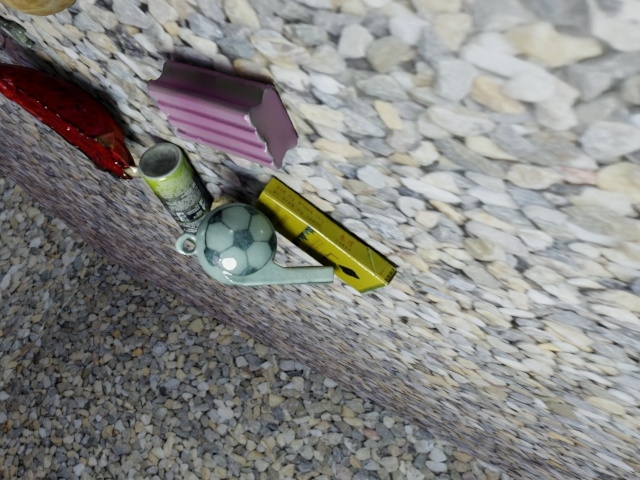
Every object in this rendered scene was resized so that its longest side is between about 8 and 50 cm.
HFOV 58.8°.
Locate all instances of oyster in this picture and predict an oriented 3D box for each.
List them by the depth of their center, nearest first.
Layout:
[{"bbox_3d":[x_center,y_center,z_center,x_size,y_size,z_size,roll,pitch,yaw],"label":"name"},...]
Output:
[{"bbox_3d":[-0.188,-0.049,1.211,0.132,0.072,0.209,12,173,14],"label":"oyster"}]

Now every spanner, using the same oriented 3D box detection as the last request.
[{"bbox_3d":[-0.652,-0.444,1.073,0.254,0.015,0.054,33,163,1],"label":"spanner"}]

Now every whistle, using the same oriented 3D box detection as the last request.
[{"bbox_3d":[-0.120,0.008,1.046,0.289,0.164,0.163,0,172,-22],"label":"whistle"}]

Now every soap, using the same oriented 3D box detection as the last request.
[{"bbox_3d":[-0.140,-0.181,0.811,0.203,0.065,0.122,23,158,29],"label":"soap"}]

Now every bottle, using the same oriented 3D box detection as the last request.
[{"bbox_3d":[-0.289,-0.079,1.249,0.093,0.093,0.330,26,159,21],"label":"bottle"}]

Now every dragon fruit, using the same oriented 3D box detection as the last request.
[{"bbox_3d":[-0.503,-0.245,1.181,0.343,0.100,0.282,32,162,13],"label":"dragon fruit"}]

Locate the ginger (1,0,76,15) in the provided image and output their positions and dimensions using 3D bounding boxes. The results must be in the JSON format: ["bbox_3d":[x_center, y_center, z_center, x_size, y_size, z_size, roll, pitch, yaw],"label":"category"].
[{"bbox_3d":[-0.404,-0.366,0.634,0.304,0.155,0.244,22,-173,7],"label":"ginger"}]

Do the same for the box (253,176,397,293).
[{"bbox_3d":[-0.001,-0.001,1.056,0.279,0.041,0.153,36,161,-6],"label":"box"}]
